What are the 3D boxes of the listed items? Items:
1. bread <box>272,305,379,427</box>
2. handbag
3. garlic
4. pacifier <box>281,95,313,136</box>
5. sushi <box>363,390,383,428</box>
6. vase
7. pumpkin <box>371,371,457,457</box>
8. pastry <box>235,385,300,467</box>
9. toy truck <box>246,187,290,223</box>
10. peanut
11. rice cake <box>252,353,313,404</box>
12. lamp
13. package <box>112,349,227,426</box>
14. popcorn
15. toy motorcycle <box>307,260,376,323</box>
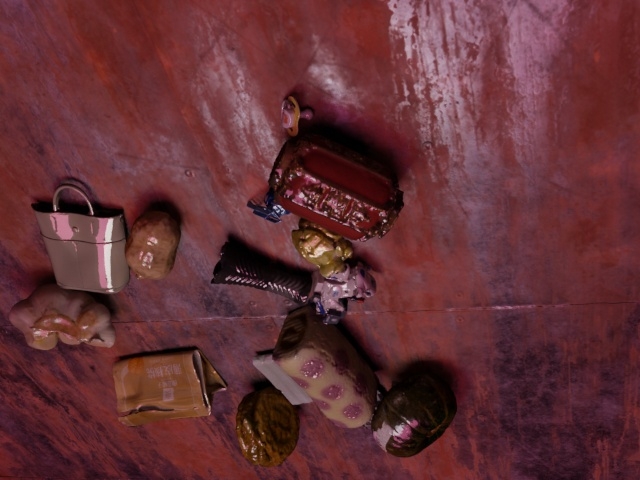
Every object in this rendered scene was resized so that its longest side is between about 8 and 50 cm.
[{"bbox_3d":[0.023,0.342,1.858,0.155,0.187,0.338,-18,126,33],"label":"bread"},{"bbox_3d":[-0.600,-0.018,1.752,0.241,0.109,0.315,5,122,8],"label":"handbag"},{"bbox_3d":[-0.718,0.215,1.936,0.281,0.184,0.203,0,164,-13],"label":"garlic"},{"bbox_3d":[-0.047,-0.253,1.388,0.064,0.068,0.083,-10,132,-23],"label":"pacifier"},{"bbox_3d":[0.150,0.492,2.083,0.139,0.031,0.201,-16,125,28],"label":"sushi"},{"bbox_3d":[-0.142,0.091,1.714,0.238,0.115,0.115,19,136,-12],"label":"vase"},{"bbox_3d":[0.254,0.468,1.911,0.189,0.260,0.260,46,143,27],"label":"pumpkin"},{"bbox_3d":[-0.170,0.573,2.100,0.132,0.235,0.240,-16,108,31],"label":"pastry"},{"bbox_3d":[-0.111,-0.084,1.562,0.063,0.074,0.136,50,166,-29],"label":"toy truck"},{"bbox_3d":[-0.410,0.011,1.680,0.129,0.129,0.224,18,133,-4],"label":"peanut"},{"bbox_3d":[-0.095,0.409,2.052,0.127,0.043,0.237,-15,128,26],"label":"rice cake"},{"bbox_3d":[0.033,-0.109,1.414,0.274,0.177,0.177,24,135,-9],"label":"lamp"},{"bbox_3d":[-0.480,0.468,2.123,0.311,0.165,0.221,-10,131,22],"label":"package"},{"bbox_3d":[0.000,0.000,1.562,0.136,0.162,0.141,0,-176,-29],"label":"popcorn"},{"bbox_3d":[0.054,0.125,1.693,0.150,0.102,0.221,10,142,-9],"label":"toy motorcycle"}]
